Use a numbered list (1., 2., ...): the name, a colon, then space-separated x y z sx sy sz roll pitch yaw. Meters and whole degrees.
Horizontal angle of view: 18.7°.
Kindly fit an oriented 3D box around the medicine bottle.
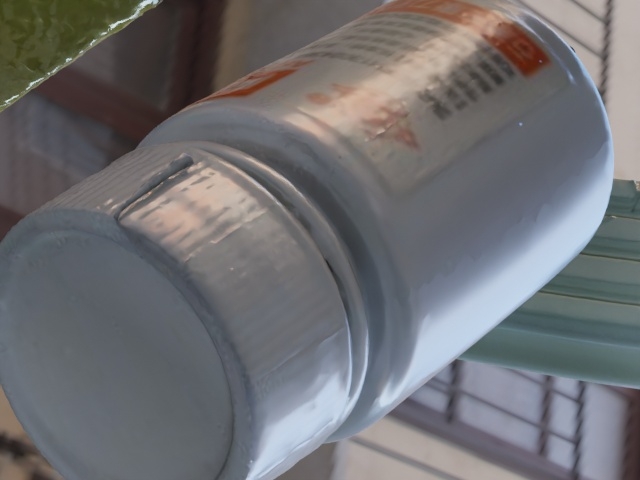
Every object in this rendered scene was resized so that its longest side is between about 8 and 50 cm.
1. medicine bottle: 0.000 0.000 0.752 0.144 0.252 0.144 17 -57 28

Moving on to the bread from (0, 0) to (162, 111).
1. bread: -0.161 -0.104 0.881 0.361 0.077 0.138 -33 -159 10

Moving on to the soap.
1. soap: 0.148 0.021 1.168 0.198 0.066 0.119 8 -128 28
